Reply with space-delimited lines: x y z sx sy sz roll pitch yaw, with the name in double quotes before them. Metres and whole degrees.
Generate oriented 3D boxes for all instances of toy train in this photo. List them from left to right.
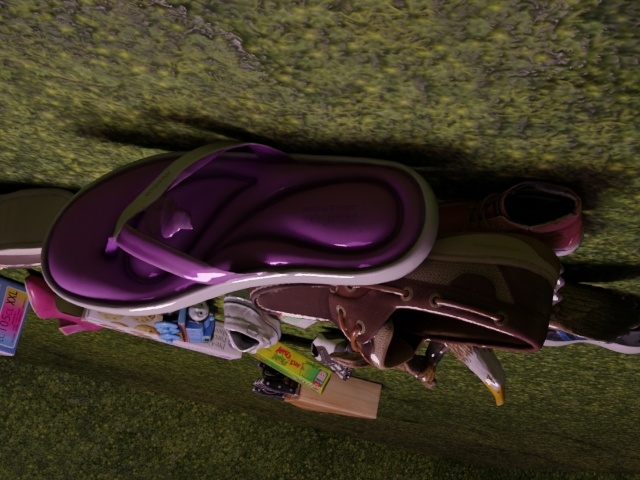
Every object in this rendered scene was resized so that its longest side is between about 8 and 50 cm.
"toy train" -0.246 0.141 1.614 0.105 0.080 0.184 3 161 -5

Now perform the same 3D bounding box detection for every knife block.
"knife block" -0.017 0.353 2.120 0.276 0.088 0.242 4 162 22

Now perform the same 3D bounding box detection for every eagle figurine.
"eagle figurine" 0.197 0.084 1.056 0.298 0.225 0.226 -39 180 30

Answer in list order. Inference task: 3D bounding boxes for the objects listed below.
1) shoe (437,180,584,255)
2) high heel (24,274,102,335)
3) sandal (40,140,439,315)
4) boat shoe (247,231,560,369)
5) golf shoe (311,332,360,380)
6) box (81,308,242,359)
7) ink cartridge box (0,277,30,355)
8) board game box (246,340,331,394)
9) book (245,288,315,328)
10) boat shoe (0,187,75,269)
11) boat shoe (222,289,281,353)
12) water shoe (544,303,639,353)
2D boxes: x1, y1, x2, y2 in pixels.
"shoe" 0.169 -0.024 0.868 0.178 0.063 0.081 3 157 16
"high heel" -0.486 0.119 1.724 0.117 0.082 0.244 -18 147 -1
"sandal" -0.098 -0.028 0.855 0.416 0.169 0.102 -7 161 14
"boat shoe" 0.065 0.068 0.888 0.342 0.123 0.123 -1 152 27
"golf shoe" 0.031 0.216 1.714 0.094 0.077 0.198 26 164 11
"box" -0.307 0.168 1.749 0.324 0.067 0.063 19 161 -23
"ink cartridge box" -0.807 0.103 1.698 0.270 0.151 0.395 -3 160 35
"board game box" -0.066 0.248 1.801 0.181 0.043 0.092 28 164 7
"book" -0.072 0.103 1.465 0.144 0.035 0.096 19 160 -16
"boat shoe" -0.452 -0.015 1.179 0.324 0.116 0.096 1 158 11
"boat shoe" -0.125 0.150 1.466 0.083 0.075 0.226 8 158 17
"water shoe" 0.342 0.093 1.149 0.203 0.073 0.080 6 141 2
